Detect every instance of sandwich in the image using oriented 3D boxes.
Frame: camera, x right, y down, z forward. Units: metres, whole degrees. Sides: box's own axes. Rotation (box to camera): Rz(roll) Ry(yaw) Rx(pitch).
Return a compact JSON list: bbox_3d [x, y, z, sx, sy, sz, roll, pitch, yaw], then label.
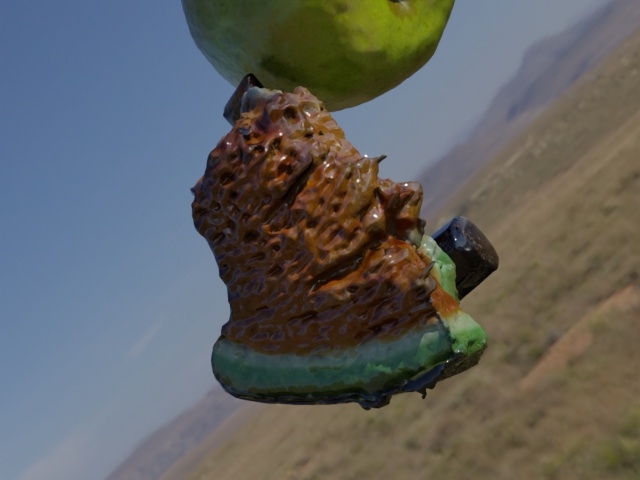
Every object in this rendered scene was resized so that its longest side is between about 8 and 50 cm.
[{"bbox_3d":[0.000,0.000,1.165,0.250,0.301,0.162,-15,10,25],"label":"sandwich"}]

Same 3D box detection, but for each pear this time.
[{"bbox_3d":[-0.019,-0.355,1.739,0.391,0.391,0.391,-44,-3,-3],"label":"pear"}]

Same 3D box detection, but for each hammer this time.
[{"bbox_3d":[0.018,-0.038,1.658,0.242,0.409,0.095,-38,12,23],"label":"hammer"}]
